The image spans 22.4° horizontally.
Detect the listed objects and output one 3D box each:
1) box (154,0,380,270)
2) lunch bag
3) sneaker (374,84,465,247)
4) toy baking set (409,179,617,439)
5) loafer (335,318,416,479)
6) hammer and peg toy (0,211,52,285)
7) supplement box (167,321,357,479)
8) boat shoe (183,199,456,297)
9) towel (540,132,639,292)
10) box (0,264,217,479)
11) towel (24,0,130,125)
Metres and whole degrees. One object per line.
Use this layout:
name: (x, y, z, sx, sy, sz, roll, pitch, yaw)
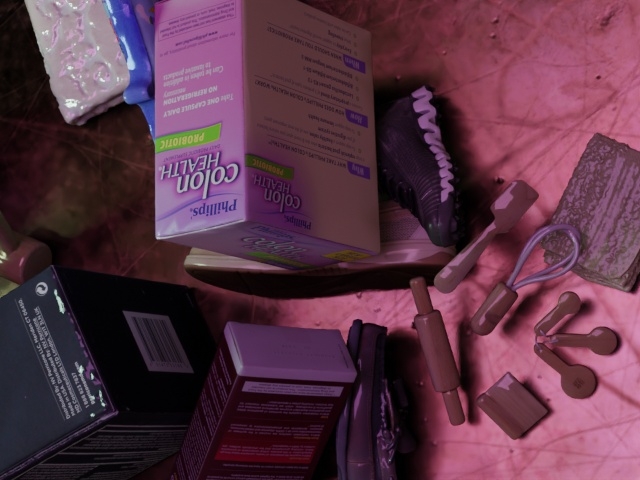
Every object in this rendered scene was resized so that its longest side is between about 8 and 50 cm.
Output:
box: (-0.052, -0.109, 1.603, 0.117, 0.213, 0.243, -12, 74, 36)
lunch bag: (-0.142, -0.191, 1.696, 0.138, 0.293, 0.221, -12, 105, 23)
sneaker: (0.087, -0.069, 1.677, 0.106, 0.078, 0.234, -12, 42, 3)
toy baking set: (0.192, 0.075, 1.665, 0.197, 0.030, 0.256, -20, 96, 9)
loafer: (0.063, 0.236, 1.705, 0.095, 0.109, 0.302, 4, 91, 5)
hammer and peg toy: (-0.482, 0.056, 1.818, 0.127, 0.266, 0.361, 19, 50, 31)
supplement box: (-0.065, 0.199, 1.681, 0.073, 0.130, 0.239, -113, 37, -48)
boat shoe: (0.000, 0.000, 1.751, 0.302, 0.109, 0.098, -4, 72, 16)
towel: (0.298, -0.029, 1.664, 0.110, 0.027, 0.148, 24, 94, 25)
box: (-0.293, 0.178, 1.749, 0.294, 0.296, 0.182, -32, 72, 17)
towel: (-0.225, -0.348, 1.922, 0.317, 0.053, 0.331, -25, 73, 19)
